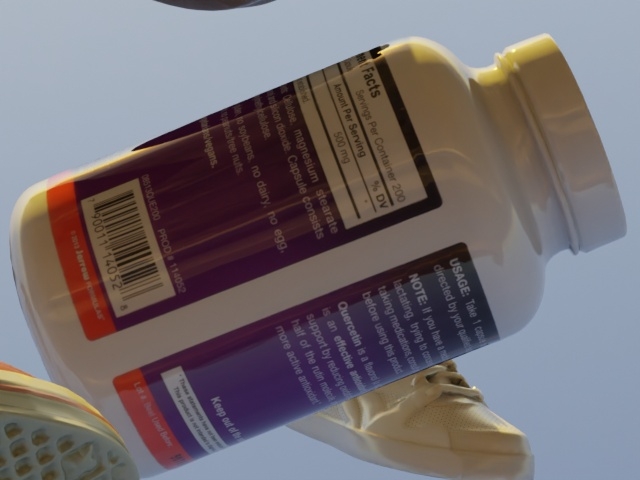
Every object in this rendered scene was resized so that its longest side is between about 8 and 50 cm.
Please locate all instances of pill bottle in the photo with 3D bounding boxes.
[{"bbox_3d":[0.000,0.000,1.096,0.323,0.181,0.181,-21,-138,2],"label":"pill bottle"}]

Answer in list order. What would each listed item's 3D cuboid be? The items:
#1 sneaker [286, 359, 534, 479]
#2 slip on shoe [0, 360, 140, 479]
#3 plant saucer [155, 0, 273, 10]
[{"bbox_3d":[0.072,0.095,1.571,0.108,0.169,0.292,9,-177,-38],"label":"sneaker"},{"bbox_3d":[-0.203,0.048,0.634,0.331,0.123,0.101,25,-176,-46],"label":"slip on shoe"},{"bbox_3d":[-0.120,-0.260,1.374,0.277,0.278,0.041,18,-123,17],"label":"plant saucer"}]
